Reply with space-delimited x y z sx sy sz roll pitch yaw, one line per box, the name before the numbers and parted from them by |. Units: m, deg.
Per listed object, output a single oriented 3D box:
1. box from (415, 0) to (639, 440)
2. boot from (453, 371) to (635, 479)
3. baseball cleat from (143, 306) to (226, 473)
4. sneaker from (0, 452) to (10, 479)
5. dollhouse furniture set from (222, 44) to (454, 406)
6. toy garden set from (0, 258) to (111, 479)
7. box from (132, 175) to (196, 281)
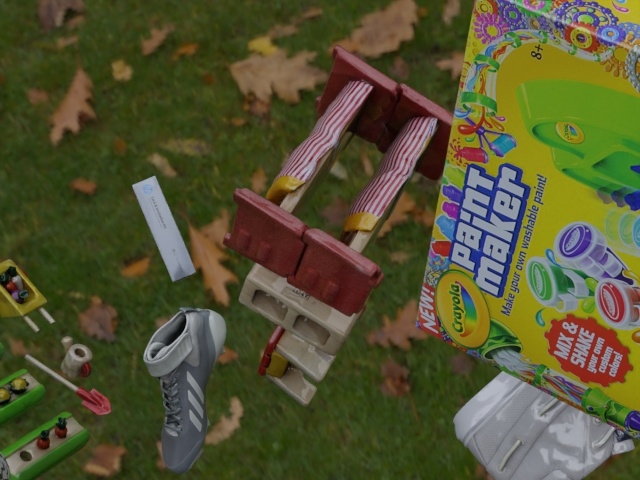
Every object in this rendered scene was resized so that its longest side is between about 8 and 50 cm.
box | 0.234 -0.031 0.778 0.279 0.290 0.177 26 50 19
boot | 0.239 0.127 1.095 0.123 0.095 0.258 51 117 21
baseball cleat | -0.179 0.181 1.533 0.072 0.109 0.206 10 87 44
sneaker | -0.350 0.336 1.021 0.158 0.182 0.410 28 91 11
dollhouse furniture set | 0.000 0.000 1.324 0.152 0.374 0.201 30 62 4
toy garden set | -0.331 0.125 1.354 0.244 0.049 0.203 42 35 12
box | -0.220 -0.012 1.791 0.038 0.186 0.145 -23 90 -7
